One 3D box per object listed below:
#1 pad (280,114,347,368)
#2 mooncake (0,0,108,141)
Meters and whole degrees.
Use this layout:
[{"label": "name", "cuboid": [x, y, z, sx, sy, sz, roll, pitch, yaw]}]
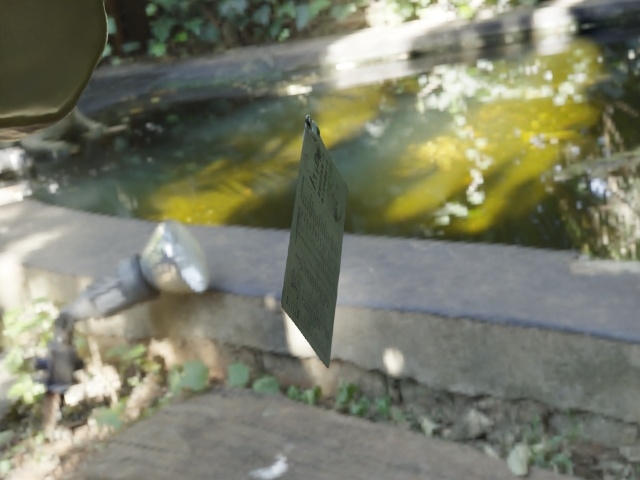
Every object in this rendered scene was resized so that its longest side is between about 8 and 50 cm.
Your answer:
[{"label": "pad", "cuboid": [-0.001, 0.000, 1.266, 0.009, 0.159, 0.265, -5, 56, 19]}, {"label": "mooncake", "cuboid": [-0.490, -0.304, 1.478, 0.378, 0.379, 0.200, -24, 4, -38]}]
